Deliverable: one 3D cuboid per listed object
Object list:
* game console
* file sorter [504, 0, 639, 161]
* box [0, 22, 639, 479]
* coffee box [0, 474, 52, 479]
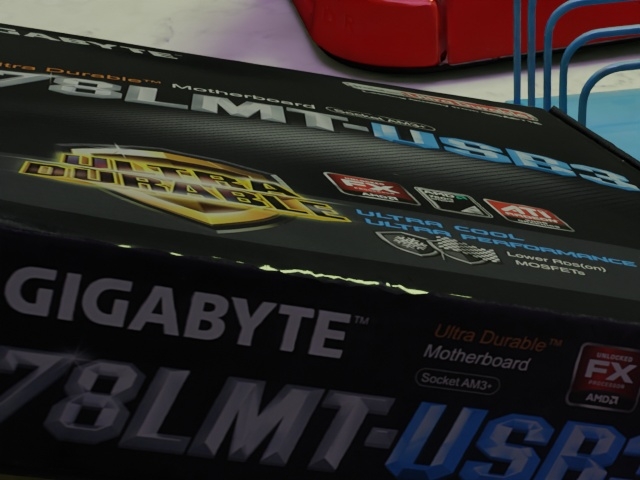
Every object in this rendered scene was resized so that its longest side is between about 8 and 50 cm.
[{"bbox_3d":[0.136,-0.214,1.227,0.342,0.060,0.386,-5,29,-10],"label":"game console"},{"bbox_3d":[0.162,-0.074,0.912,0.118,0.104,0.170,-6,30,-3],"label":"file sorter"},{"bbox_3d":[0.000,0.000,0.615,0.296,0.073,0.293,8,16,-19],"label":"box"},{"bbox_3d":[-0.093,0.105,0.606,0.168,0.119,0.297,-24,35,-32],"label":"coffee box"}]
